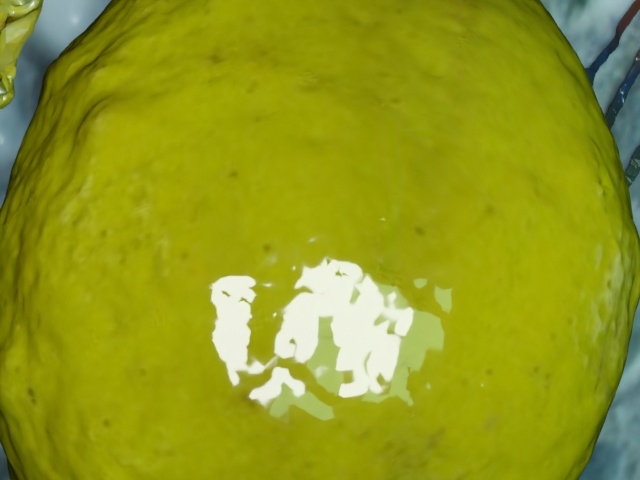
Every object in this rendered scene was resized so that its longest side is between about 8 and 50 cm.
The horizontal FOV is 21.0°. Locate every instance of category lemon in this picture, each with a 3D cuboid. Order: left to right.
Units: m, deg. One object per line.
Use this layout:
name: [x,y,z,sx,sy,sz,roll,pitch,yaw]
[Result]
lemon: [0.000,0.007,0.720,0.316,0.285,0.285,-50,117,-15]

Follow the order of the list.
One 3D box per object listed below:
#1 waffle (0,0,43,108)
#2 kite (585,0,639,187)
waffle: [-0.267,-0.076,0.625,0.307,0.060,0.312,21,113,-23]
kite: [0.142,-0.027,0.950,0.127,0.016,0.229,41,80,-30]
